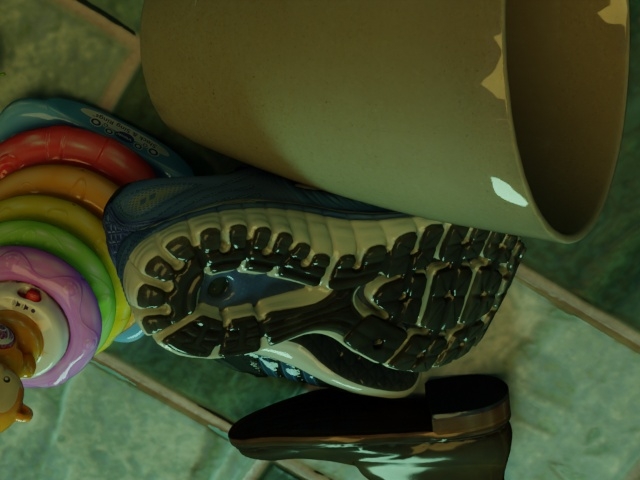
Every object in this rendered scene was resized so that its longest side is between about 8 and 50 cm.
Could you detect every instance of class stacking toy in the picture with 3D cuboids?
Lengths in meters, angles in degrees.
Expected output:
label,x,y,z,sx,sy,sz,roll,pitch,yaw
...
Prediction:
label,x,y,z,sx,sy,sz,roll,pitch,yaw
stacking toy,-0.196,0.039,1.143,0.175,0.302,0.166,27,117,-6

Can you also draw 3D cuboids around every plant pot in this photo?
label,x,y,z,sx,sy,sz,roll,pitch,yaw
plant pot,0.033,-0.127,1.082,0.274,0.256,0.256,1,118,26

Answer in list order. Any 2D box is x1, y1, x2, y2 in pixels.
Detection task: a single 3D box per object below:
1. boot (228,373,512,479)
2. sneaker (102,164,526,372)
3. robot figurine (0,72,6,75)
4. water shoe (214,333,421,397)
label,x,y,z,sx,sy,sz,roll,pitch,yaw
boot,0.042,0.173,1.302,0.219,0.082,0.106,-7,113,9
sneaker,0.000,0.000,1.163,0.330,0.147,0.130,7,117,-35
robot figurine,-0.283,-0.137,1.198,0.115,0.067,0.101,38,110,-12
water shoe,-0.022,0.072,1.278,0.203,0.073,0.080,19,158,-15
